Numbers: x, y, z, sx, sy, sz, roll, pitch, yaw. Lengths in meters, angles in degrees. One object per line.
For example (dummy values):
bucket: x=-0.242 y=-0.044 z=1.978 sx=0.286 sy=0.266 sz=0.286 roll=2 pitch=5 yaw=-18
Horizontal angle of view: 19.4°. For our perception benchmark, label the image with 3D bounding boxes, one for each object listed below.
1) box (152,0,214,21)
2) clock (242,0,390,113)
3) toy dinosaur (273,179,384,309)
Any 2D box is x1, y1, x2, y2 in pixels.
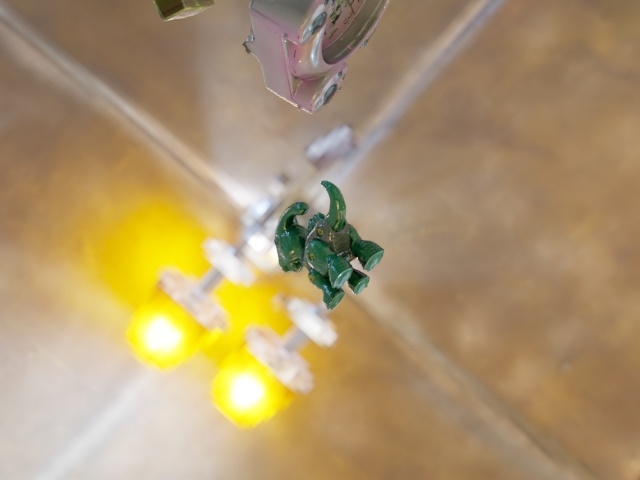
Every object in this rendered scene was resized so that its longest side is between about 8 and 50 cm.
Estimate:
box: x=-0.248 y=-0.444 z=2.518 sx=0.311 sy=0.043 sz=0.173 roll=62 pitch=-167 yaw=-3
clock: x=0.019 y=-0.284 z=2.050 sx=0.090 sy=0.248 sz=0.227 roll=31 pitch=163 yaw=16
toy dinosaur: x=0.000 y=0.000 z=1.617 sx=0.059 sy=0.132 sz=0.096 roll=-30 pitch=-117 yaw=-34
